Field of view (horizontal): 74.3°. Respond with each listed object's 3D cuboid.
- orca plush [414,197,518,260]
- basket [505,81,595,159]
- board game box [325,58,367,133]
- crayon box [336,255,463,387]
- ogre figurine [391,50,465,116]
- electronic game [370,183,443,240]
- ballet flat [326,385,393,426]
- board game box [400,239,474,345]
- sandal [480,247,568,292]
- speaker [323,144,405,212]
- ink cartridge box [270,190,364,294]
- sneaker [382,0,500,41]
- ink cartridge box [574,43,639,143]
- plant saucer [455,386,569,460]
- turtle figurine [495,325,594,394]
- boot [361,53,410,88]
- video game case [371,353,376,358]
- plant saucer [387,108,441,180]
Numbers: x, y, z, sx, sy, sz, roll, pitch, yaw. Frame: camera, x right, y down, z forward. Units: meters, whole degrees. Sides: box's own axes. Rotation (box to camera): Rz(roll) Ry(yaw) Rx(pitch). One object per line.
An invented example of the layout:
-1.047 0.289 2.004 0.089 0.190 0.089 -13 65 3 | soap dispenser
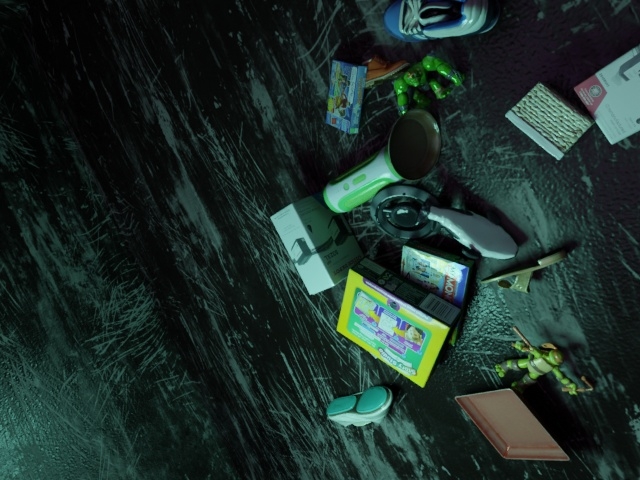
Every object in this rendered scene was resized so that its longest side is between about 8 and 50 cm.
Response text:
0.414 -0.015 1.225 0.287 0.151 0.102 13 164 6 | orca plush
0.547 -0.287 1.002 0.167 0.113 0.103 48 127 13 | basket
0.078 -0.452 1.327 0.136 0.035 0.201 40 133 44 | board game box
0.246 0.271 1.417 0.363 0.106 0.313 30 134 25 | crayon box
0.281 -0.431 1.170 0.118 0.097 0.197 50 149 -13 | ogre figurine
0.266 -0.082 1.306 0.229 0.048 0.229 14 139 13 | electronic game
0.184 0.684 1.711 0.400 0.139 0.139 -36 84 46 | ballet flat
0.359 0.170 1.362 0.214 0.046 0.317 21 128 32 | board game box
0.568 0.106 1.167 0.240 0.088 0.079 -31 82 37 | sandal
0.146 -0.192 1.348 0.297 0.131 0.131 -26 91 42 | speaker
0.000 0.000 1.486 0.129 0.223 0.307 -27 91 42 | ink cartridge box
0.255 -0.560 1.033 0.323 0.236 0.130 17 118 32 | sneaker
0.685 -0.330 0.885 0.218 0.092 0.158 -35 86 40 | ink cartridge box
0.596 0.568 1.327 0.258 0.048 0.259 50 147 5 | plant saucer
0.619 0.353 1.229 0.269 0.087 0.217 37 139 2 | turtle figurine
0.186 -0.509 1.234 0.158 0.059 0.084 -5 100 41 | boot
0.194 0.390 1.639 0.122 0.011 0.087 45 130 16 | video game case
0.259 -0.269 1.196 0.036 0.199 0.198 21 123 55 | plant saucer
